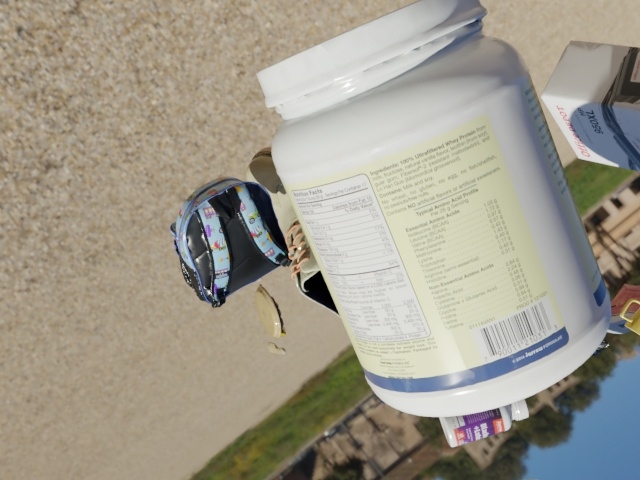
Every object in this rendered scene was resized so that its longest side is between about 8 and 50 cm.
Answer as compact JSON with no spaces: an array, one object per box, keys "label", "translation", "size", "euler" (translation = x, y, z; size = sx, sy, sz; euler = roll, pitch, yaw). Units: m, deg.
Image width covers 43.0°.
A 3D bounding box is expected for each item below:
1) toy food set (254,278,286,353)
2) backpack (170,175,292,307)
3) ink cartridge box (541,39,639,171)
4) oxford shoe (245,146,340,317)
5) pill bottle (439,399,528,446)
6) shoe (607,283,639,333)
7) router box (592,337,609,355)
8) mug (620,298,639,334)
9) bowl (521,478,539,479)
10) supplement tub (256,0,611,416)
[{"label":"toy food set","translation":[-0.110,0.157,1.806],"size":[0.039,0.192,0.132],"euler":[-19,-175,-21]},{"label":"backpack","translation":[-0.140,-0.015,1.171],"size":[0.158,0.117,0.173],"euler":[-31,133,-18]},{"label":"ink cartridge box","translation":[0.735,-0.280,1.803],"size":[0.285,0.395,0.166],"euler":[40,76,-45]},{"label":"oxford shoe","translation":[0.000,0.000,1.281],"size":[0.146,0.397,0.140],"euler":[-31,153,-36]},{"label":"pill bottle","translation":[0.377,0.401,1.885],"size":[0.194,0.108,0.108],"euler":[-18,170,0]},{"label":"shoe","translation":[0.623,0.141,1.671],"size":[0.178,0.064,0.081],"euler":[135,-22,-75]},{"label":"router box","translation":[0.428,0.148,1.411],"size":[0.122,0.092,0.038],"euler":[10,134,-24]},{"label":"mug","translation":[0.567,0.135,1.403],"size":[0.078,0.062,0.064],"euler":[26,98,-38]},{"label":"bowl","translation":[0.372,0.510,1.399],"size":[0.290,0.156,0.289],"euler":[-10,130,-12]},{"label":"supplement tub","translation":[0.098,-0.037,0.723],"size":[0.235,0.324,0.235],"euler":[-22,-168,5]}]
